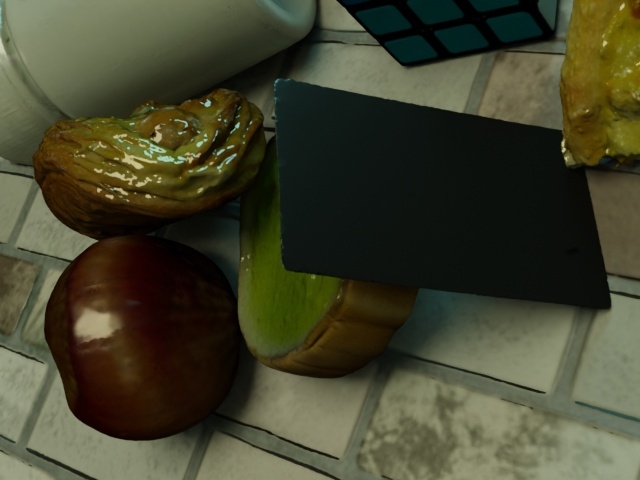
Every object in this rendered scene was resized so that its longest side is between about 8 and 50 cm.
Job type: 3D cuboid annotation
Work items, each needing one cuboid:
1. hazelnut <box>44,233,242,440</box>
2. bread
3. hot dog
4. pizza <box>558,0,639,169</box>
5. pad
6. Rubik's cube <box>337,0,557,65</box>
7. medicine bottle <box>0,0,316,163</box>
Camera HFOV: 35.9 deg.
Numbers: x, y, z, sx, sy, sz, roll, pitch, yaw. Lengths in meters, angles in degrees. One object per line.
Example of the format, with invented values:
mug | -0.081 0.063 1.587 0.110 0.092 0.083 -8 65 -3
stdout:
hazelnut | -0.157 0.076 0.891 0.178 0.178 0.204 -42 19 11
bread | 0.000 0.000 0.820 0.236 0.070 0.236 -35 48 52
hot dog | -0.154 -0.069 0.901 0.272 0.196 0.122 -15 90 68
pizza | 0.304 -0.148 0.657 0.288 0.075 0.279 20 118 33
pad | 0.092 -0.032 0.733 0.009 0.265 0.159 128 144 -55
Rubik's cube | 0.110 -0.269 0.862 0.162 0.160 0.163 -3 67 35
medicine bottle | -0.207 -0.233 1.037 0.371 0.211 0.211 -21 58 26
